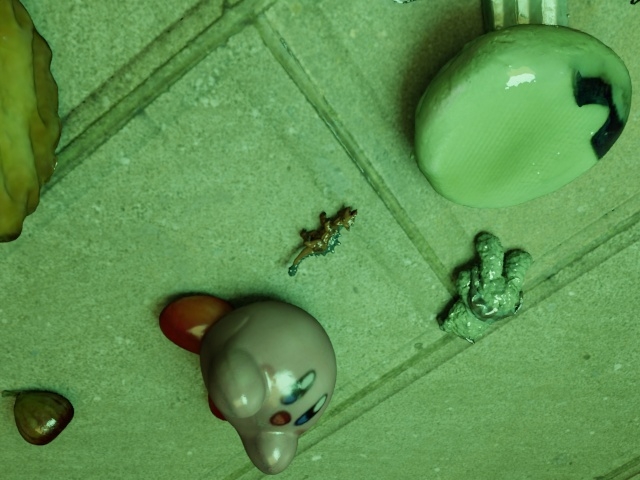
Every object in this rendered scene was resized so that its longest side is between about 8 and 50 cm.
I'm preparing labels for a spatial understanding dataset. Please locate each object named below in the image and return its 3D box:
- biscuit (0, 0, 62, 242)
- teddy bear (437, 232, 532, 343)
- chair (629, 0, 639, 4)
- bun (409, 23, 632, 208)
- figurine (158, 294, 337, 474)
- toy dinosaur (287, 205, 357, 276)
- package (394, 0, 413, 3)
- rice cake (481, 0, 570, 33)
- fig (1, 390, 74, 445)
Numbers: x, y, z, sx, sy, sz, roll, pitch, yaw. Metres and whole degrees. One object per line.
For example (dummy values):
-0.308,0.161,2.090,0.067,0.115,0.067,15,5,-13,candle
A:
-0.388,-0.146,0.500,0.107,0.325,0.325,0,116,-1,biscuit
0.290,0.106,0.847,0.133,0.111,0.213,20,110,-13,teddy bear
0.588,-0.410,0.616,0.170,0.160,0.325,29,104,-20,chair
0.256,-0.179,0.669,0.283,0.179,0.283,-4,147,-3,bun
-0.089,0.198,0.793,0.211,0.261,0.269,-34,119,-23,figurine
0.000,0.000,0.784,0.154,0.049,0.055,-45,117,8,toy dinosaur
0.141,-0.426,0.587,0.154,0.030,0.239,-11,110,7,package
0.270,-0.372,0.645,0.124,0.038,0.211,-10,116,-3,rice cake
-0.494,0.290,0.842,0.125,0.089,0.089,40,106,-2,fig
